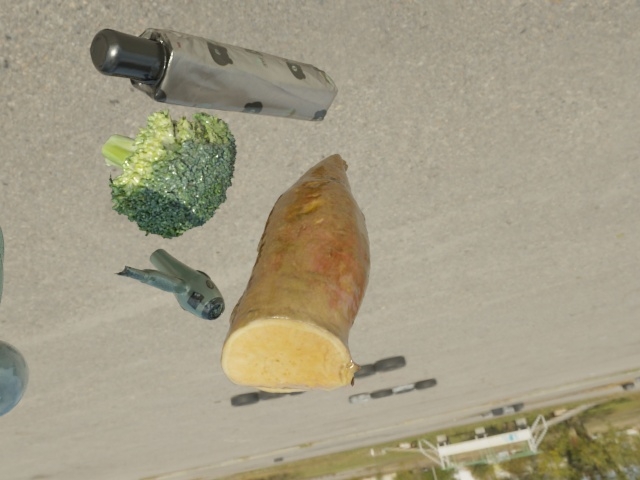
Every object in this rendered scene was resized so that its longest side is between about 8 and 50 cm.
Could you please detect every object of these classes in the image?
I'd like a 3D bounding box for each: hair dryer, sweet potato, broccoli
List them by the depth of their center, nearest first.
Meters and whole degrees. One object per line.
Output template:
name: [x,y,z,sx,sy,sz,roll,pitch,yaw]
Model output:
sweet potato: [-0.003,-0.001,0.563,0.131,0.336,0.131,8,140,7]
hair dryer: [-0.344,0.062,1.098,0.092,0.229,0.267,-54,133,-1]
broccoli: [-0.336,-0.191,1.182,0.302,0.375,0.249,39,142,-8]

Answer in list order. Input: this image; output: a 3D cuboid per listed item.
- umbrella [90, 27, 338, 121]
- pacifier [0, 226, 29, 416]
umbrella: [-0.096,-0.183,0.583,0.337,0.067,0.073,-11,125,-53]
pacifier: [-0.411,0.122,0.534,0.289,0.343,0.269,1,154,19]
